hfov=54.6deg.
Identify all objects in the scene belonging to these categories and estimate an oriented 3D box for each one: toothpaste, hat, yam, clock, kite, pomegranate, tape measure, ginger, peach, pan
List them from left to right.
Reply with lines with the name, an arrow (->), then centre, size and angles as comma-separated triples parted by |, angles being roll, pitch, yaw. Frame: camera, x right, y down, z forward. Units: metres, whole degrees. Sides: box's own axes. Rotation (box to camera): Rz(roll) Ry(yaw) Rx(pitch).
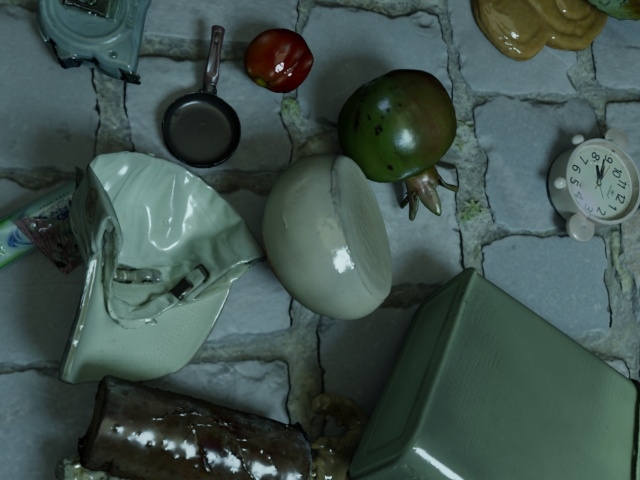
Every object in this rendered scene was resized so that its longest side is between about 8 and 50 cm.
toothpaste -> -0.394, -0.013, 0.822 | 0.297, 0.048, 0.075 | -34, 105, -15
kite -> -0.330, -0.023, 0.822 | 0.139, 0.011, 0.157 | 2, 111, -38
tape measure -> -0.302, -0.397, 0.884 | 0.164, 0.084, 0.330 | 8, 81, -19
hat -> -0.242, 0.047, 0.813 | 0.258, 0.168, 0.301 | 18, 101, -51
yam -> -0.155, 0.261, 0.783 | 0.279, 0.131, 0.131 | 22, 76, -22
pan -> -0.169, -0.210, 0.915 | 0.115, 0.040, 0.212 | 8, 87, -14
peach -> -0.062, -0.273, 0.931 | 0.100, 0.101, 0.101 | 2, 81, -16
ginger -> 0.020, 0.355, 0.878 | 0.149, 0.065, 0.259 | 22, 74, -15
pomegranate -> 0.128, -0.142, 0.932 | 0.181, 0.181, 0.224 | -38, 109, -18
clock -> 0.471, -0.097, 1.076 | 0.155, 0.063, 0.229 | 29, 72, -7

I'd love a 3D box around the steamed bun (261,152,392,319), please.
steamed bun -> 0.000, 0.000, 0.857 | 0.145, 0.232, 0.232 | -16, 85, 20

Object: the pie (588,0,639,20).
pie -> 0.549, -0.533, 1.100 | 0.288, 0.103, 0.355 | -38, 97, -28

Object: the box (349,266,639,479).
box -> 0.261, 0.266, 0.846 | 0.344, 0.177, 0.352 | 38, 48, -5

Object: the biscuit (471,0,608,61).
biscuit -> 0.424, -0.478, 1.125 | 0.269, 0.051, 0.376 | 43, 73, -8

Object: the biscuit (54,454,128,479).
biscuit -> -0.206, 0.376, 0.740 | 0.179, 0.084, 0.281 | 6, 36, -41
